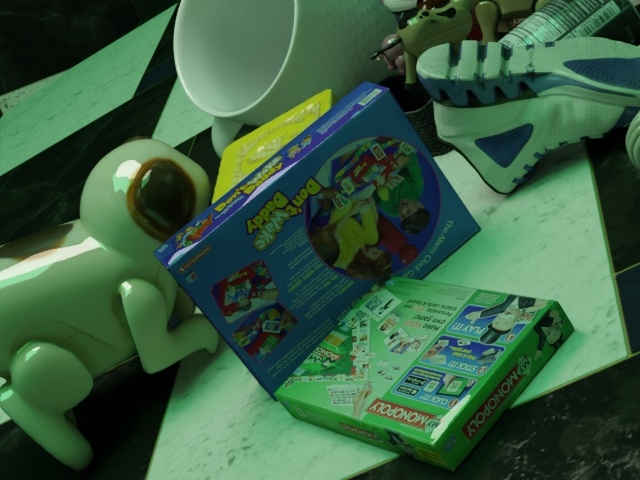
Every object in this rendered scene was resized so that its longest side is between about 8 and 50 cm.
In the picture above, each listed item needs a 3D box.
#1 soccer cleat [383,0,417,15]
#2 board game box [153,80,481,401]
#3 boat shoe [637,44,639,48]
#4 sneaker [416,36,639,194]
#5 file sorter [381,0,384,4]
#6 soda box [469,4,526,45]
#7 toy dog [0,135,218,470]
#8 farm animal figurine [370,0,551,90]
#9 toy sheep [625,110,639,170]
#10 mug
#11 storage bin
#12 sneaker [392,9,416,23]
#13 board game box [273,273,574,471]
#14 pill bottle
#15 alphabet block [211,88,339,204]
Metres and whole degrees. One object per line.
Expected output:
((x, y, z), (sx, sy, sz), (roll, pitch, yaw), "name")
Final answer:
((0.234, -0.470, 2.097), (0.318, 0.116, 0.108), (-17, 28, 22), "soccer cleat")
((0.000, 0.000, 1.626), (0.347, 0.233, 0.078), (-39, 24, -8), "board game box")
((0.461, -0.254, 1.717), (0.133, 0.049, 0.042), (-35, -5, 18), "boat shoe")
((0.285, -0.157, 1.675), (0.316, 0.182, 0.127), (4, 39, 13), "sneaker")
((0.159, -0.587, 2.561), (0.202, 0.182, 0.290), (-24, 26, 25), "file sorter")
((0.352, -0.417, 2.109), (0.263, 0.083, 0.092), (-27, 26, 19), "soda box")
((-0.315, 0.037, 1.813), (0.408, 0.395, 0.284), (-45, 15, 1), "toy dog")
((0.240, -0.360, 1.904), (0.327, 0.172, 0.330), (-6, 26, 9), "farm animal figurine")
((0.394, -0.115, 1.488), (0.091, 0.091, 0.132), (-26, 25, 22), "toy sheep")
((-0.046, -0.270, 2.108), (0.276, 0.328, 0.374), (40, 112, 37), "mug")
((0.146, -0.194, 1.975), (0.180, 0.084, 0.122), (-4, 39, 52), "storage bin")
((0.125, -0.350, 2.289), (0.226, 0.086, 0.163), (-45, 23, -23), "sneaker")
((0.106, 0.138, 1.462), (0.213, 0.046, 0.317), (-46, 26, -20), "board game box")
((0.316, -0.249, 1.790), (0.246, 0.130, 0.130), (-38, 24, -4), "pill bottle")
((-0.014, -0.058, 1.798), (0.192, 0.197, 0.193), (-30, 25, 15), "alphabet block")
